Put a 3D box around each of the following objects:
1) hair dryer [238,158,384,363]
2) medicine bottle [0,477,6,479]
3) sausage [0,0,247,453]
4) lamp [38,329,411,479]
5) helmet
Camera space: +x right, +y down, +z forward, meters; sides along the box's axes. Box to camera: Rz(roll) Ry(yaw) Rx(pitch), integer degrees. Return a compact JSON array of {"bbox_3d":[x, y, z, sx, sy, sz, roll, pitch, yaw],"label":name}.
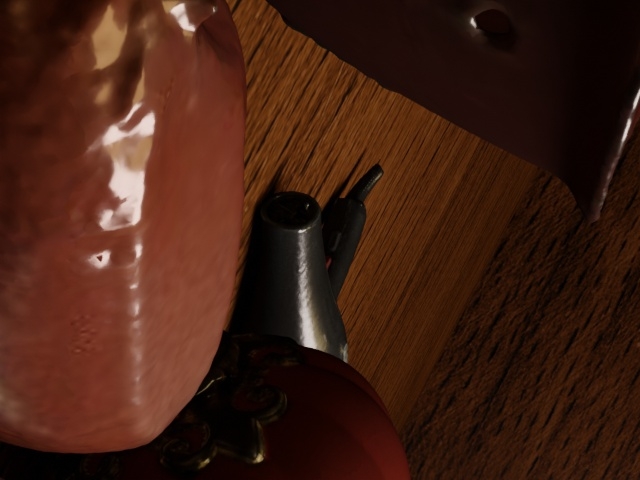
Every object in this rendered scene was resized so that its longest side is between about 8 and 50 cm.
[{"bbox_3d":[0.000,0.000,1.058,0.271,0.091,0.235,-69,164,-46],"label":"hair dryer"},{"bbox_3d":[-0.189,0.289,0.469,0.388,0.219,0.219,-58,166,-21],"label":"medicine bottle"},{"bbox_3d":[-0.094,-0.022,0.430,0.148,0.148,0.254,-52,159,-43],"label":"sausage"},{"bbox_3d":[-0.056,0.159,0.732,0.227,0.227,0.227,-59,167,-23],"label":"lamp"},{"bbox_3d":[0.057,-0.217,0.428,0.337,0.230,0.384,11,96,-79],"label":"helmet"}]
